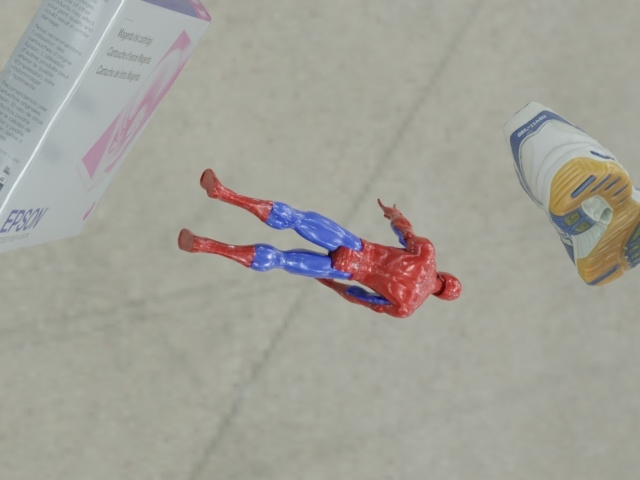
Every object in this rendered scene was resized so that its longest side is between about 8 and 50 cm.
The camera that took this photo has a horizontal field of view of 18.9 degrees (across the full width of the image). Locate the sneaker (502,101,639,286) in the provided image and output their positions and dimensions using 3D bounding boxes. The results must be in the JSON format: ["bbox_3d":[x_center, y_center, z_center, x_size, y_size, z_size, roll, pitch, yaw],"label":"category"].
[{"bbox_3d":[0.273,-0.054,2.003,0.112,0.131,0.296,-37,151,1],"label":"sneaker"}]

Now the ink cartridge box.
[{"bbox_3d":[-0.181,-0.144,1.606,0.330,0.071,0.324,-57,175,8],"label":"ink cartridge box"}]

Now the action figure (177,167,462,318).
[{"bbox_3d":[0.000,0.000,1.805,0.280,0.139,0.091,18,100,-22],"label":"action figure"}]
